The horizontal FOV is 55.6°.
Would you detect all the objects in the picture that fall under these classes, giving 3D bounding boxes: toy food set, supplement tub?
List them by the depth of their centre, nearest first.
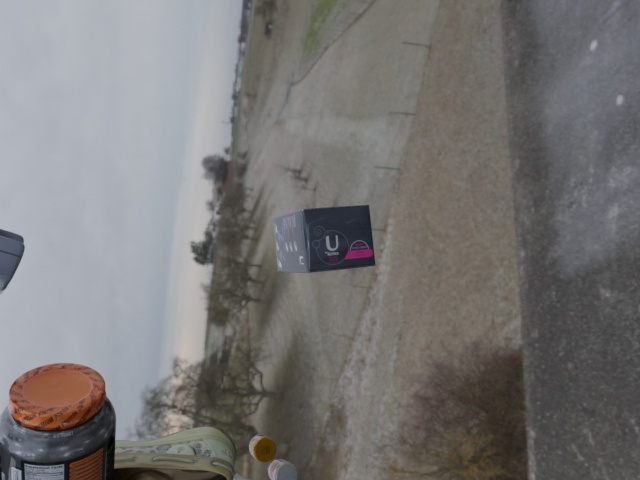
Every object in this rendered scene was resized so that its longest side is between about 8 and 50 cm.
[{"bbox_3d":[-0.280,0.235,0.648,0.117,0.117,0.190,-108,26,-68],"label":"supplement tub"},{"bbox_3d":[-0.112,0.440,1.004,0.104,0.111,0.232,154,132,-68],"label":"toy food set"}]

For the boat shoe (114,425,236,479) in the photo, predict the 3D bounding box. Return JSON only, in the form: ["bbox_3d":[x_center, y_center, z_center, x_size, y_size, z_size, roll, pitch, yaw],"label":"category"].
[{"bbox_3d":[-0.257,0.330,0.825,0.089,0.285,0.105,-127,20,-76],"label":"boat shoe"}]

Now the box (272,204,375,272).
[{"bbox_3d":[0.000,0.000,1.436,0.270,0.165,0.143,173,92,-72],"label":"box"}]

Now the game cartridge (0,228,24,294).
[{"bbox_3d":[-0.398,0.015,0.553,0.294,0.196,0.060,-23,48,53],"label":"game cartridge"}]
